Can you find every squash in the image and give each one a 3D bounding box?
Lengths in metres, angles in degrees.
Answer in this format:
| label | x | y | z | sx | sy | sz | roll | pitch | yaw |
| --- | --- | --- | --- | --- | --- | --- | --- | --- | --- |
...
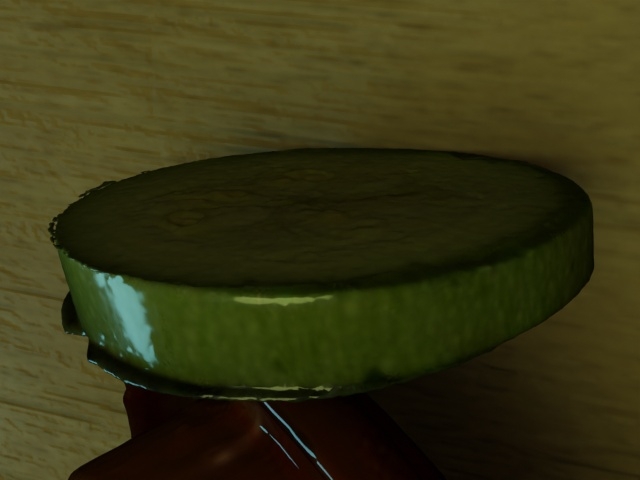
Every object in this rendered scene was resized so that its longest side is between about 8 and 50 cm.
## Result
| label | x | y | z | sx | sy | sz | roll | pitch | yaw |
| --- | --- | --- | --- | --- | --- | --- | --- | --- | --- |
| squash | -0.001 | -0.005 | 0.442 | 0.219 | 0.219 | 0.041 | 3 | 112 | 21 |

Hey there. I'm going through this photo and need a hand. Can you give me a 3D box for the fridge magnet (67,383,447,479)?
| label | x | y | z | sx | sy | sz | roll | pitch | yaw |
| --- | --- | --- | --- | --- | --- | --- | --- | --- | --- |
| fridge magnet | 0.002 | 0.199 | 0.475 | 0.363 | 0.155 | 0.363 | 46 | 151 | 34 |
